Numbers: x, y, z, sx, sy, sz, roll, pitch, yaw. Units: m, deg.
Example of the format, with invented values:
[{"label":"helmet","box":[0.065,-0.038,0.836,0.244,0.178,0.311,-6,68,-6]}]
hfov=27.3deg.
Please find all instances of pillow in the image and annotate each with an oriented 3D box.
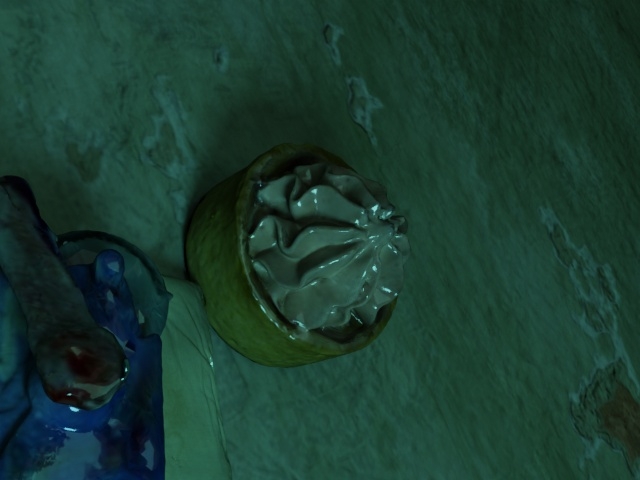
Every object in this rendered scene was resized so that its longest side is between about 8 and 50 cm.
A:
[{"label":"pillow","box":[-0.133,0.129,1.023,0.148,0.050,0.229,7,66,-40]}]

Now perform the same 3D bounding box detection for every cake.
[{"label":"cake","box":[0.000,0.000,1.149,0.185,0.178,0.207,42,39,-21]}]

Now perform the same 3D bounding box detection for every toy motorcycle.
[{"label":"toy motorcycle","box":[-0.214,0.129,0.873,0.182,0.241,0.319,78,3,-58]}]
